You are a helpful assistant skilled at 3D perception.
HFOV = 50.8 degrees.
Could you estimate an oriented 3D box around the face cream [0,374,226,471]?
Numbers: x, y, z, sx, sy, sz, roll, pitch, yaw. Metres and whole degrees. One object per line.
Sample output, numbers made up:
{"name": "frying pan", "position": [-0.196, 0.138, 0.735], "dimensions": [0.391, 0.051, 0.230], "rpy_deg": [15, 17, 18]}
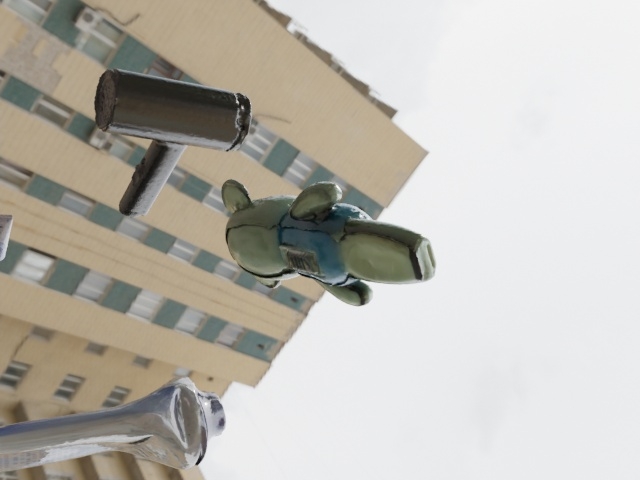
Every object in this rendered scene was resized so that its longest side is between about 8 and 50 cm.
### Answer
{"name": "face cream", "position": [-0.340, 0.285, 0.949], "dimensions": [0.235, 0.420, 0.137], "rpy_deg": [-47, -127, 56]}

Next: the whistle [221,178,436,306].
{"name": "whistle", "position": [0.000, 0.000, 0.558], "dimensions": [0.077, 0.114, 0.235], "rpy_deg": [-33, -155, -35]}

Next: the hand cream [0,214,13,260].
{"name": "hand cream", "position": [-0.722, 0.001, 1.477], "dimensions": [0.053, 0.084, 0.142], "rpy_deg": [-115, -144, -45]}

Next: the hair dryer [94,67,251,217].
{"name": "hair dryer", "position": [-0.236, -0.121, 0.969], "dimensions": [0.251, 0.197, 0.089], "rpy_deg": [-55, -135, 36]}
